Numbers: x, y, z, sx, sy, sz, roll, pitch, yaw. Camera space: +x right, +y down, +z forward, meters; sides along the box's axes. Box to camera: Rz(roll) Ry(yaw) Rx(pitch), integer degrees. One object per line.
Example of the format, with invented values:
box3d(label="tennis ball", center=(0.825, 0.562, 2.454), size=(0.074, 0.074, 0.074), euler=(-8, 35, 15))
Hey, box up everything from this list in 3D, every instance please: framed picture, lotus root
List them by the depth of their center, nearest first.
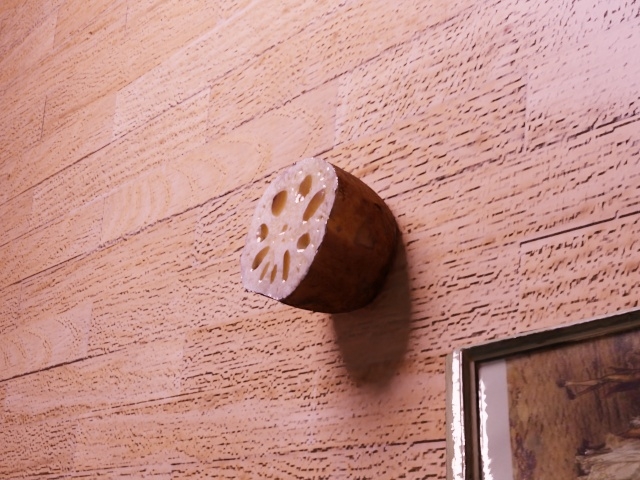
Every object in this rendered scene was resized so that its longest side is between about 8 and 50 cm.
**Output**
box3d(label="framed picture", center=(0.154, 0.104, 0.607), size=(0.217, 0.017, 0.274), euler=(-14, 30, 12))
box3d(label="lotus root", center=(0.001, -0.003, 1.079), size=(0.122, 0.081, 0.112), euler=(15, 90, 61))
